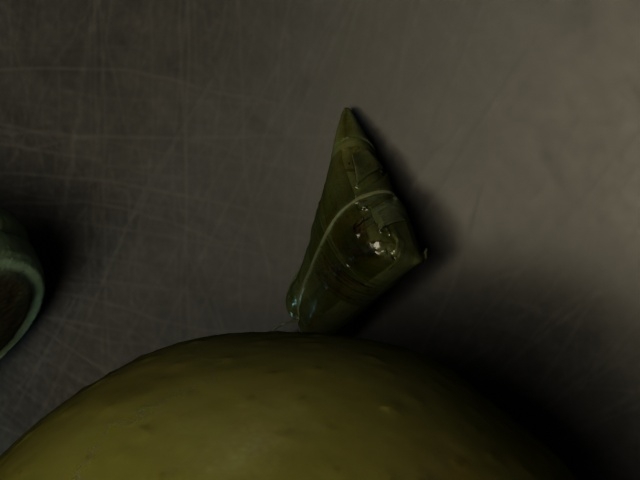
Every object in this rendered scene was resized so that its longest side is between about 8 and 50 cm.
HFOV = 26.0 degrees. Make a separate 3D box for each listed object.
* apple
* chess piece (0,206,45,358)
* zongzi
[{"bbox_3d":[-0.018,0.266,0.806,0.474,0.473,0.473,3,98,25],"label":"apple"},{"bbox_3d":[-0.365,-0.032,1.075,0.194,0.194,0.299,-48,67,22],"label":"chess piece"},{"bbox_3d":[0.000,0.000,0.983,0.154,0.062,0.130,-46,55,38],"label":"zongzi"}]
